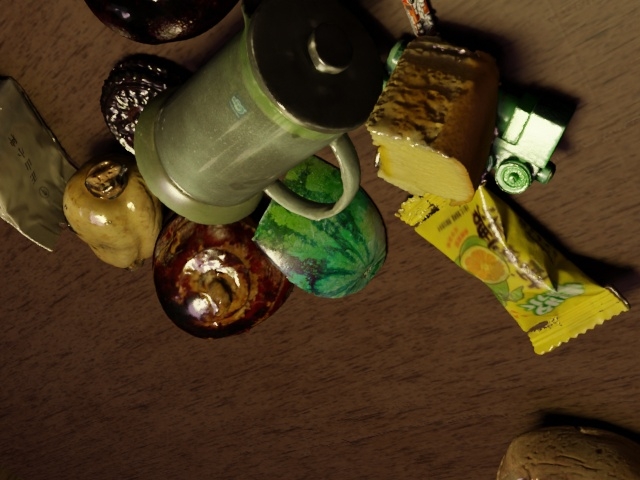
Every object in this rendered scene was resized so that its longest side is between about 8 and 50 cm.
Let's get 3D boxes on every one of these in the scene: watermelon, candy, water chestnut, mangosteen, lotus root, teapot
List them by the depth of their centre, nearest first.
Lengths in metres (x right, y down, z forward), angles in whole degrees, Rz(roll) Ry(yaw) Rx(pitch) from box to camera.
[{"bbox_3d":[-0.192,-0.335,1.238,0.211,0.211,0.250,1,156,34],"label":"mangosteen"},{"bbox_3d":[-0.056,-0.143,1.380,0.270,0.200,0.337,51,143,-6],"label":"teapot"},{"bbox_3d":[0.251,0.021,1.499,0.297,0.081,0.187,45,143,-3],"label":"candy"},{"bbox_3d":[0.004,0.005,1.589,0.231,0.146,0.128,45,142,-17],"label":"watermelon"},{"bbox_3d":[-0.146,0.034,1.708,0.224,0.238,0.223,2,99,15],"label":"water chestnut"},{"bbox_3d":[-0.321,-0.047,1.744,0.154,0.140,0.257,-17,147,-12],"label":"lotus root"}]

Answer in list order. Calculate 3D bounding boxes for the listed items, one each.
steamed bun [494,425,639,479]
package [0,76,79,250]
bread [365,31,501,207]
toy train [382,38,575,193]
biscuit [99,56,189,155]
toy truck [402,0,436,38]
[{"bbox_3d":[0.421,0.405,1.763,0.301,0.199,0.251,15,126,6],"label":"steamed bun"},{"bbox_3d":[-0.474,-0.125,1.716,0.062,0.204,0.251,-21,122,28],"label":"package"},{"bbox_3d":[0.133,-0.127,1.294,0.140,0.169,0.160,18,151,17],"label":"bread"},{"bbox_3d":[0.175,-0.153,1.338,0.251,0.085,0.119,28,128,9],"label":"toy train"},{"bbox_3d":[-0.233,-0.178,1.609,0.194,0.053,0.194,19,143,15],"label":"biscuit"},{"bbox_3d":[0.109,-0.268,1.286,0.032,0.024,0.083,37,161,46],"label":"toy truck"}]
